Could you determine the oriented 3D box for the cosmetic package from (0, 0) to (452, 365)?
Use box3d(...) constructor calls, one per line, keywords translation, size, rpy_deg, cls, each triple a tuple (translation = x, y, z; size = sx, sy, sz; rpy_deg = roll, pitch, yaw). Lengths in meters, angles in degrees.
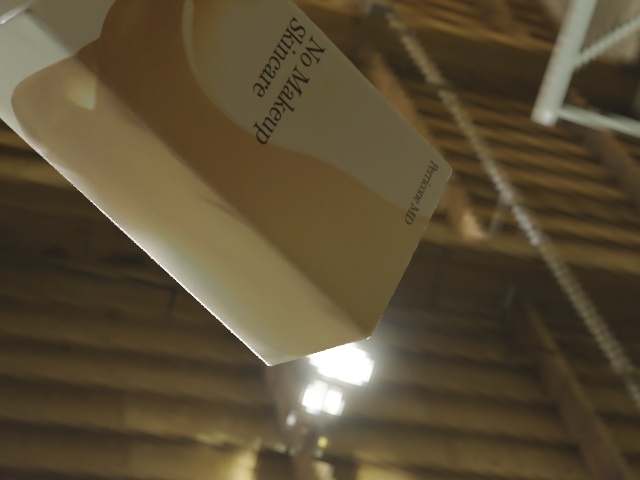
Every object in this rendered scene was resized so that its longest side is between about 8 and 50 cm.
box3d(translation=(-0.027, -0.030, 0.451), size=(0.115, 0.041, 0.060), rpy_deg=(43, -127, -24), cls="cosmetic package")
